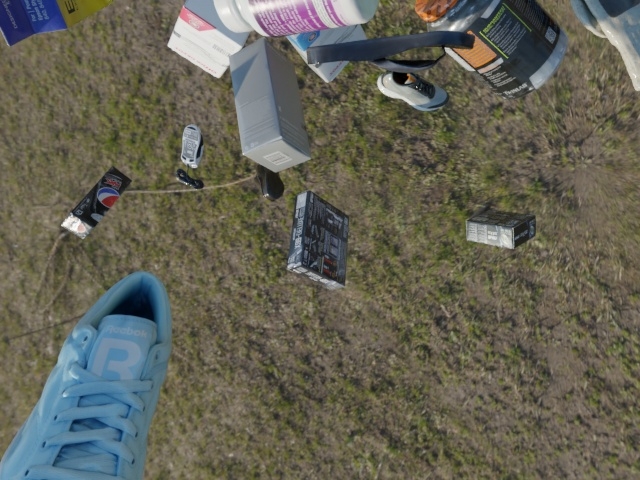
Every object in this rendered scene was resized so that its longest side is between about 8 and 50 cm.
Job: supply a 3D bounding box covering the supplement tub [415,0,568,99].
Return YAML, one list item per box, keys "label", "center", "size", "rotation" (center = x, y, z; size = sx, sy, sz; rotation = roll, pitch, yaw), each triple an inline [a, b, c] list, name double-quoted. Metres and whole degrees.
- label: "supplement tub"
  center: [0.403, -0.509, 1.101]
  size: [0.338, 0.207, 0.207]
  rotation: [28, 120, -25]

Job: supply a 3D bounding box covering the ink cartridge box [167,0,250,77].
- label: "ink cartridge box"
  center: [-0.308, -0.576, 1.288]
  size: [0.237, 0.172, 0.100]
  rotation: [-6, 60, 63]

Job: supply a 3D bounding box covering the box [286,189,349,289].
- label: "box"
  center: [0.000, 0.000, 1.723]
  size: [0.077, 0.242, 0.307]
  rotation: [-18, 56, 38]

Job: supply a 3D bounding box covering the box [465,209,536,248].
- label: "box"
  center: [0.625, -0.042, 1.604]
  size: [0.180, 0.147, 0.077]
  rotation: [14, 119, 49]

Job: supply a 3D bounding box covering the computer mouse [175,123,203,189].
- label: "computer mouse"
  center: [-0.395, -0.263, 1.438]
  size: [0.106, 0.042, 0.192]
  rotation: [24, 112, 23]

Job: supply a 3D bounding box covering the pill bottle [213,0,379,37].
- label: "pill bottle"
  center: [-0.052, -0.487, 0.887]
  size: [0.302, 0.169, 0.169]
  rotation: [4, 100, 27]

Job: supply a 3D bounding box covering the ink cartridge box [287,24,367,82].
- label: "ink cartridge box"
  center: [0.012, -0.745, 1.645]
  size: [0.223, 0.307, 0.129]
  rotation: [-46, 69, 9]

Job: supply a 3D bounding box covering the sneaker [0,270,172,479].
- label: "sneaker"
  center: [-0.229, 0.156, 0.474]
  size: [0.366, 0.135, 0.150]
  rotation: [-113, 40, -58]

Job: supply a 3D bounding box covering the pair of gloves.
- label: "pair of gloves"
  center: [0.432, -0.318, 0.568]
  size: [0.240, 0.042, 0.204]
  rotation: [-33, 86, 0]

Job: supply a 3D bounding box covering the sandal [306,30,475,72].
- label: "sandal"
  center: [0.107, -0.288, 0.723]
  size: [0.255, 0.097, 0.054]
  rotation: [-5, 111, 6]

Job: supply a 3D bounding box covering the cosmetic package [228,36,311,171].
- label: "cosmetic package"
  center: [-0.105, -0.278, 0.962]
  size: [0.107, 0.127, 0.237]
  rotation: [-15, 75, 25]

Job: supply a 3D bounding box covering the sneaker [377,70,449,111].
- label: "sneaker"
  center: [0.344, -0.548, 1.672]
  size: [0.272, 0.108, 0.100]
  rotation: [14, 79, -11]

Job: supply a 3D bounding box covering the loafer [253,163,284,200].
- label: "loafer"
  center: [-0.176, -0.194, 1.532]
  size: [0.078, 0.080, 0.220]
  rotation: [-41, 34, 22]

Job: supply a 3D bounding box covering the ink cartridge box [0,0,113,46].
- label: "ink cartridge box"
  center: [-0.457, -0.503, 0.724]
  size: [0.072, 0.307, 0.303]
  rotation: [-6, 128, 1]

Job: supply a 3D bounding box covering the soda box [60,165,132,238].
- label: "soda box"
  center: [-0.474, -0.084, 0.987]
  size: [0.053, 0.168, 0.060]
  rotation: [40, 128, -23]
